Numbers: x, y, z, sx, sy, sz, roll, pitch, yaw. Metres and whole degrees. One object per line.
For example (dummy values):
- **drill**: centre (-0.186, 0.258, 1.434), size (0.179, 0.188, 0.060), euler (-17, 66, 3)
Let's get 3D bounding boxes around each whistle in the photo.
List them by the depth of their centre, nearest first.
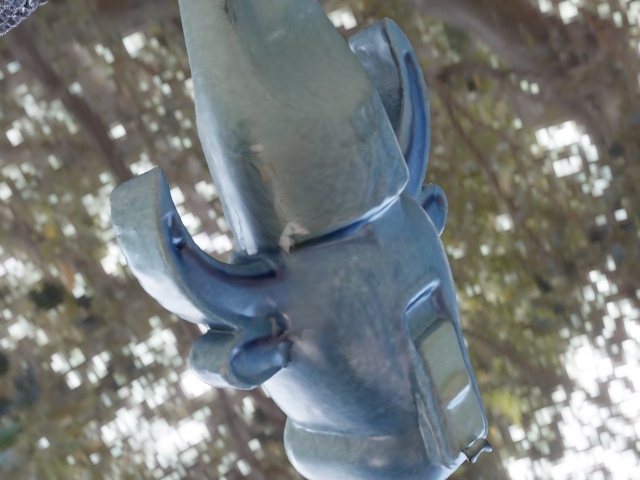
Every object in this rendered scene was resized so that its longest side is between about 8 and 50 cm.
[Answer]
- **whistle**: centre (0.000, 0.000, 0.774), size (0.093, 0.269, 0.180), euler (-4, -158, 41)

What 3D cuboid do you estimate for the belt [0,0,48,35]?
- **belt**: centre (-0.304, -0.194, 1.199), size (0.260, 0.325, 0.122), euler (-19, -100, 4)
